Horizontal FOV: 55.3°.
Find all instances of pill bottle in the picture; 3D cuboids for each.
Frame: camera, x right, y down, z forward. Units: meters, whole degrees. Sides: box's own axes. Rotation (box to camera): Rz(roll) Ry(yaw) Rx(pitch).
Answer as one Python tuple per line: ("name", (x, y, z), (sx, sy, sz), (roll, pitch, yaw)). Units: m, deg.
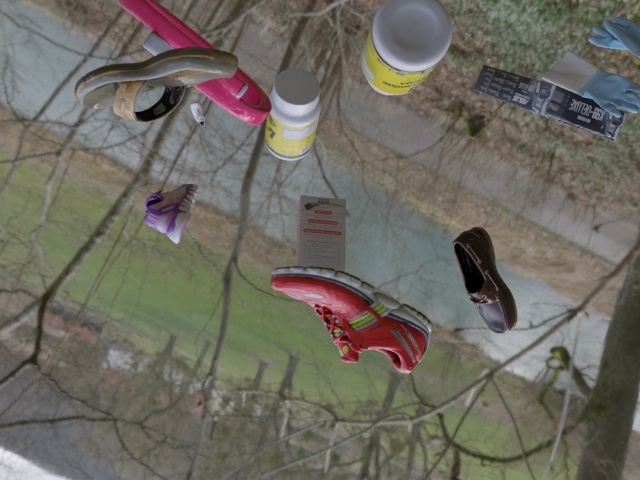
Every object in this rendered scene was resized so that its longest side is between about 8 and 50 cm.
("pill bottle", (-0.062, -0.281, 1.373), (0.119, 0.119, 0.208), (23, 154, 2))
("pill bottle", (0.206, -0.483, 1.561), (0.188, 0.187, 0.334), (24, 178, -2))

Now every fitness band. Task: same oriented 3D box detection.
("fitness band", (-0.196, -0.296, 0.985), (0.291, 0.054, 0.209), (37, -166, -22))

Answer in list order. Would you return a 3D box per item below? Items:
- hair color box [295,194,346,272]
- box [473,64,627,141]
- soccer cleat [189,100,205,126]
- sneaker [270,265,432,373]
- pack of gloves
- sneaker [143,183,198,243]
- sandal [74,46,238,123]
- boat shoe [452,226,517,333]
("hair color box", (0.000, 0.000, 1.190), (0.093, 0.167, 0.053), (5, 159, -7))
("box", (0.579, -0.358, 1.564), (0.243, 0.076, 0.307), (11, -160, -26))
("soccer cleat", (-0.311, -0.322, 1.555), (0.083, 0.029, 0.035), (85, 162, -68))
("sneaker", (0.045, 0.123, 0.929), (0.279, 0.118, 0.107), (26, 165, -13))
("pack of gloves", (0.588, -0.357, 1.208), (0.232, 0.195, 0.046), (49, -176, 42))
("sneaker", (-0.351, -0.083, 1.421), (0.105, 0.095, 0.236), (20, -159, -13))
("sandal", (-0.146, -0.128, 0.529), (0.180, 0.049, 0.072), (-2, -172, 32))
("boat shoe", (0.292, 0.081, 1.110), (0.073, 0.073, 0.207), (-17, 98, 49))
